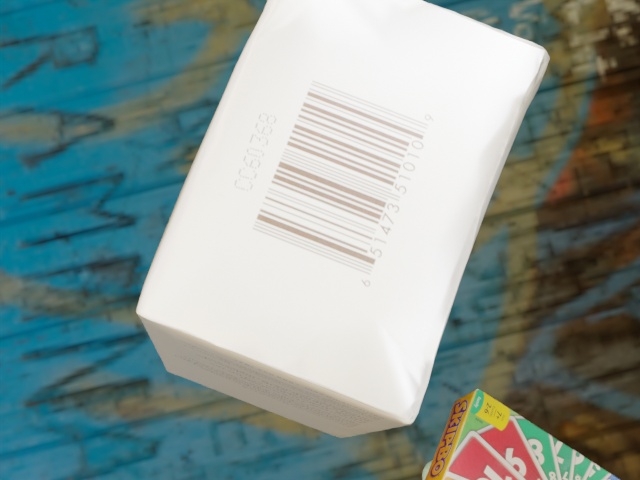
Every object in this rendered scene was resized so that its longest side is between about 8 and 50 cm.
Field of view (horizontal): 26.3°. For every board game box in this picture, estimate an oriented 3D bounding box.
[{"bbox_3d":[0.175,0.211,0.848,0.039,0.259,0.124,-38,-159,54],"label":"board game box"}]

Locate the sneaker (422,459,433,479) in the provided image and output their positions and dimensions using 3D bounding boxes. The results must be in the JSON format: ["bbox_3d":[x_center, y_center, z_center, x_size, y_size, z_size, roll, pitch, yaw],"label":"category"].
[{"bbox_3d":[0.107,0.159,0.933,0.098,0.038,0.069,34,30,-23],"label":"sneaker"}]

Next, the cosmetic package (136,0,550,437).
[{"bbox_3d":[0.000,0.000,0.863,0.385,0.156,0.217,106,6,-82],"label":"cosmetic package"}]
